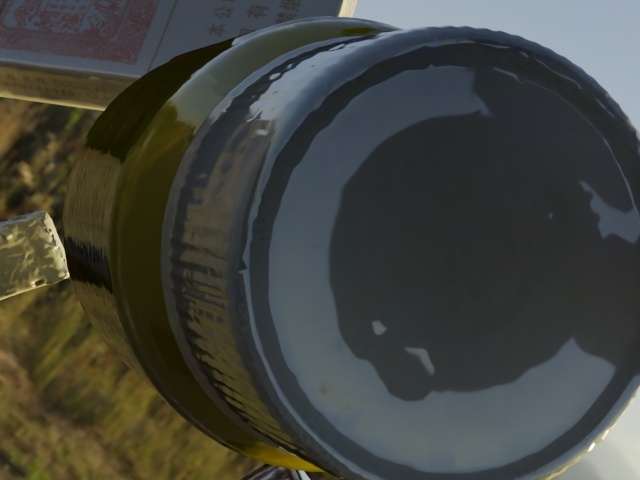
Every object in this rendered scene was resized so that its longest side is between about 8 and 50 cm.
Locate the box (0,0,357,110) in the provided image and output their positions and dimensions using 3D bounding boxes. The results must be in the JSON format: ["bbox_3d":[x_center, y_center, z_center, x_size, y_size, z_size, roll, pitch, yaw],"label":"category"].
[{"bbox_3d":[-0.160,-0.191,1.168,0.365,0.204,0.051,8,-38,10],"label":"box"}]

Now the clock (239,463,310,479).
[{"bbox_3d":[-0.045,0.300,1.237,0.073,0.145,0.193,55,4,-39],"label":"clock"}]

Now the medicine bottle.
[{"bbox_3d":[0.000,0.000,0.718,0.224,0.224,0.384,42,-9,-14],"label":"medicine bottle"}]

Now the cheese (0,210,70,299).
[{"bbox_3d":[-0.446,0.065,1.399,0.034,0.400,0.085,-114,-173,-59],"label":"cheese"}]
